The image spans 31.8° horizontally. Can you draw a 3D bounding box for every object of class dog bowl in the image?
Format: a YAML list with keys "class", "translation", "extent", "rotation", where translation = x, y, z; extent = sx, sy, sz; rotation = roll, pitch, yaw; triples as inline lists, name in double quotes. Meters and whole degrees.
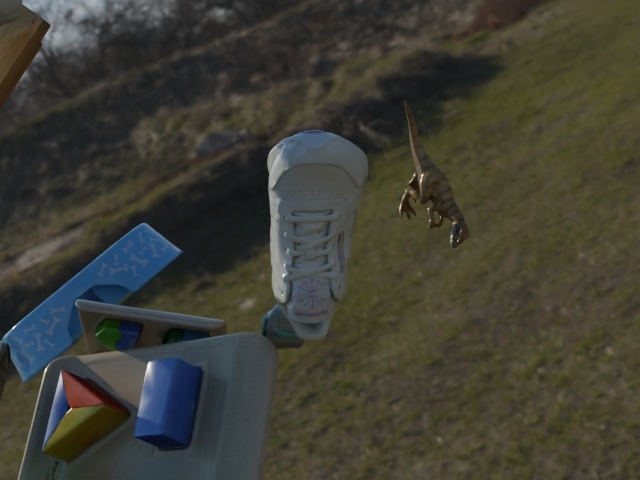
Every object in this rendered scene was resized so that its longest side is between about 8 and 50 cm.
- class: "dog bowl"
  translation: [-0.337, 0.085, 1.640]
  extent: [0.297, 0.074, 0.166]
  rotation: [-41, 4, -9]

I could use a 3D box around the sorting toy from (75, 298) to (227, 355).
- class: "sorting toy"
  translation: [-0.217, 0.147, 1.477]
  extent: [0.193, 0.038, 0.208]
  rotation: [8, -31, 3]

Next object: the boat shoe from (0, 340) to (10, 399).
- class: "boat shoe"
  translation: [-0.440, 0.204, 1.376]
  extent: [0.068, 0.072, 0.190]
  rotation: [96, -172, -60]

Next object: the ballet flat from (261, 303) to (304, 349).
- class: "ballet flat"
  translation: [-0.033, 0.101, 1.540]
  extent: [0.068, 0.072, 0.213]
  rotation: [1, 14, 5]

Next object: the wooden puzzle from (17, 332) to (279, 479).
- class: "wooden puzzle"
  translation: [-0.230, 0.265, 1.316]
  extent: [0.348, 0.080, 0.322]
  rotation: [-8, 60, 30]

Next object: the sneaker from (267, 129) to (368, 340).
- class: "sneaker"
  translation: [0.000, 0.000, 1.273]
  extent: [0.114, 0.152, 0.305]
  rotation: [-3, -35, -3]

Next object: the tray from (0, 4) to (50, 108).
- class: "tray"
  translation: [-0.413, -0.038, 1.082]
  extent: [0.203, 0.076, 0.411]
  rotation: [-14, 46, 62]

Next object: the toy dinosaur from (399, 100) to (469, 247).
- class: "toy dinosaur"
  translation: [0.154, -0.087, 1.597]
  extent: [0.064, 0.211, 0.112]
  rotation: [-22, -8, -38]

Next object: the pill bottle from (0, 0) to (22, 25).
- class: "pill bottle"
  translation: [-0.349, -0.192, 0.939]
  extent: [0.184, 0.103, 0.103]
  rotation: [-28, 8, -31]
